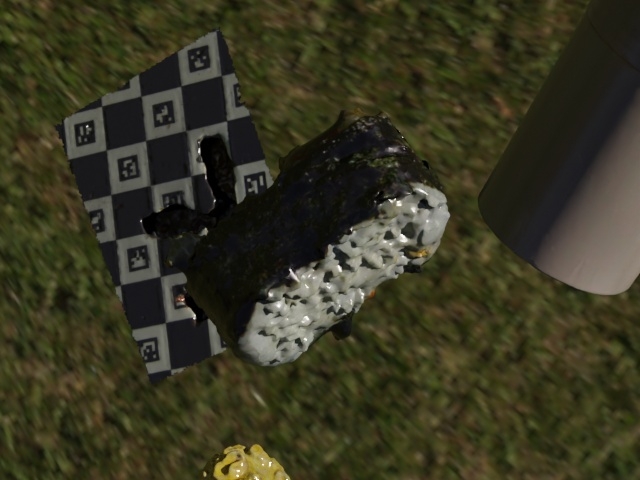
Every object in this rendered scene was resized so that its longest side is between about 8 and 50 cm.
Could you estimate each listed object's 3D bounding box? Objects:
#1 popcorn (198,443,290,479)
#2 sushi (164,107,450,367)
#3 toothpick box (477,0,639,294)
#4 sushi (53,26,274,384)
[{"bbox_3d":[-0.056,0.191,1.467,0.083,0.082,0.057,11,144,-37],"label":"popcorn"},{"bbox_3d":[0.000,0.000,1.564,0.212,0.115,0.147,-43,145,12],"label":"sushi"},{"bbox_3d":[0.179,-0.071,1.145,0.111,0.111,0.180,18,119,-22],"label":"toothpick box"},{"bbox_3d":[-0.113,-0.027,1.827,0.193,0.043,0.279,-28,71,19],"label":"sushi"}]
